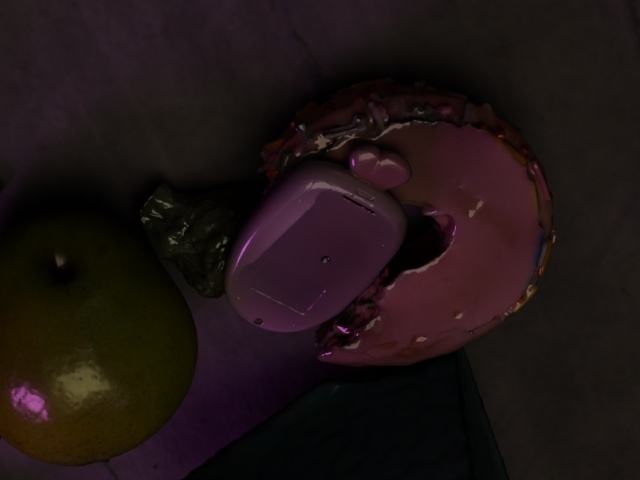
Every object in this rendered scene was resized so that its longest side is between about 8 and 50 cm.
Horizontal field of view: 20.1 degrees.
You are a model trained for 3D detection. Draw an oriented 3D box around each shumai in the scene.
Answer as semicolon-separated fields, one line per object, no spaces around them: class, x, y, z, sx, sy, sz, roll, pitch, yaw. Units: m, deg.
shumai;-0.088;-0.011;1.279;0.080;0.082;0.083;32;90;-28

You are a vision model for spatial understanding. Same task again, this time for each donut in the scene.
donut;0.067;-0.020;1.298;0.199;0.085;0.232;-16;125;-1

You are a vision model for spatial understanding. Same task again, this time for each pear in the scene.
pear;-0.171;0.080;1.267;0.166;0.180;0.216;-45;154;-24

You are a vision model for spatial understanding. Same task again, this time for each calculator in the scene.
calculator;0.000;0.000;1.232;0.103;0.024;0.166;28;118;-22

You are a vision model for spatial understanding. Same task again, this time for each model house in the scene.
model house;0.025;0.243;1.399;0.249;0.230;0.280;-15;123;9
